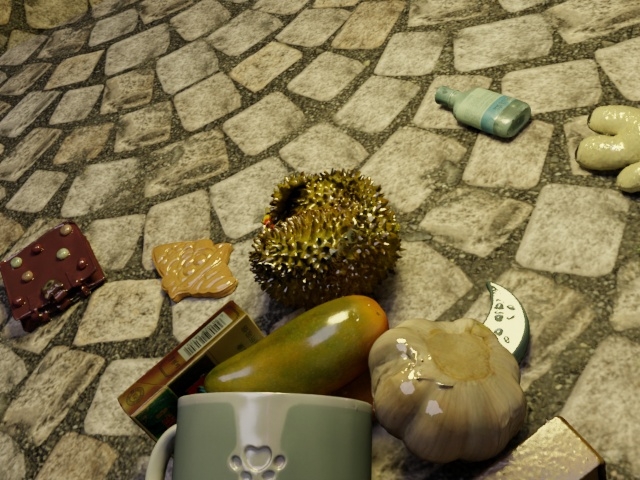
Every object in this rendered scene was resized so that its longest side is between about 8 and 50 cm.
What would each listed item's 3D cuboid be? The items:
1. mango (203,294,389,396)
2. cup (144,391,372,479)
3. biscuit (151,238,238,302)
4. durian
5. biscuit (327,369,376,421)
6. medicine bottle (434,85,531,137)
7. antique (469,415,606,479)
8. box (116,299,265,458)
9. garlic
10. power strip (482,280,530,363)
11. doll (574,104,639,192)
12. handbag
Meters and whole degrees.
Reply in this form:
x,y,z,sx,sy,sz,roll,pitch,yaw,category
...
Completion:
x,y,z,sx,sy,sz,roll,pitch,yaw,category
-0.028,0.180,1.045,0.289,0.146,0.129,-25,84,12,mango
-0.104,0.352,0.895,0.357,0.259,0.274,-12,66,33,cup
-0.265,0.054,1.408,0.250,0.035,0.162,18,56,37,biscuit
0.002,0.010,1.197,0.293,0.258,0.258,-14,45,25,durian
-0.018,0.275,1.085,0.324,0.049,0.205,-34,45,-8,biscuit
0.327,-0.275,1.422,0.090,0.053,0.209,-44,46,-15,medicine bottle
0.215,0.357,0.876,0.310,0.093,0.087,-34,46,-8,antique
-0.185,0.233,1.122,0.240,0.159,0.071,-42,40,-14,box
0.170,0.207,0.941,0.228,0.152,0.227,11,44,-11,garlic
0.241,0.164,1.074,0.216,0.044,0.137,-41,48,-15,power strip
0.591,-0.172,1.187,0.149,0.175,0.278,-12,20,-43,doll
-0.590,0.072,1.501,0.203,0.074,0.216,-34,46,-7,handbag
